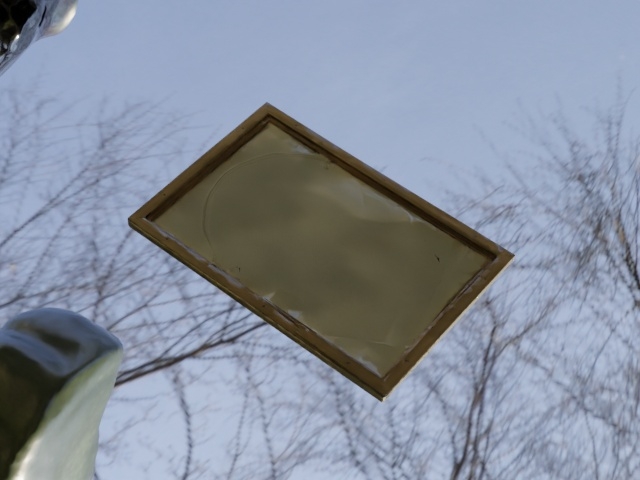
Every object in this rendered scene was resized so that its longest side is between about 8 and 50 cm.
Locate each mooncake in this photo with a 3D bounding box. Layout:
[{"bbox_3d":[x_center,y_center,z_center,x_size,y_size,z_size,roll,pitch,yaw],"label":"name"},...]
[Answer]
[{"bbox_3d":[-0.217,0.135,0.995,0.104,0.168,0.175,29,-93,22],"label":"mooncake"}]

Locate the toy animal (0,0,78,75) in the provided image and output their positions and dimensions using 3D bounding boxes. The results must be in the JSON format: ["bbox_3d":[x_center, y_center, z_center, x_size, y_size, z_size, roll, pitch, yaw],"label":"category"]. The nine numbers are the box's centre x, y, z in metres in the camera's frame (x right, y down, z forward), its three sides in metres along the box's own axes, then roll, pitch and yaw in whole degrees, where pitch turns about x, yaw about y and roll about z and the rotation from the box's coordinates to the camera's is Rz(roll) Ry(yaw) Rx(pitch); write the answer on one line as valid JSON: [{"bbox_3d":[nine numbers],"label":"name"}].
[{"bbox_3d":[-0.235,-0.233,0.864,0.212,0.266,0.212,11,-42,10],"label":"toy animal"}]

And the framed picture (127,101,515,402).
[{"bbox_3d":[0.000,0.000,0.822,0.201,0.136,0.010,33,-34,21],"label":"framed picture"}]
